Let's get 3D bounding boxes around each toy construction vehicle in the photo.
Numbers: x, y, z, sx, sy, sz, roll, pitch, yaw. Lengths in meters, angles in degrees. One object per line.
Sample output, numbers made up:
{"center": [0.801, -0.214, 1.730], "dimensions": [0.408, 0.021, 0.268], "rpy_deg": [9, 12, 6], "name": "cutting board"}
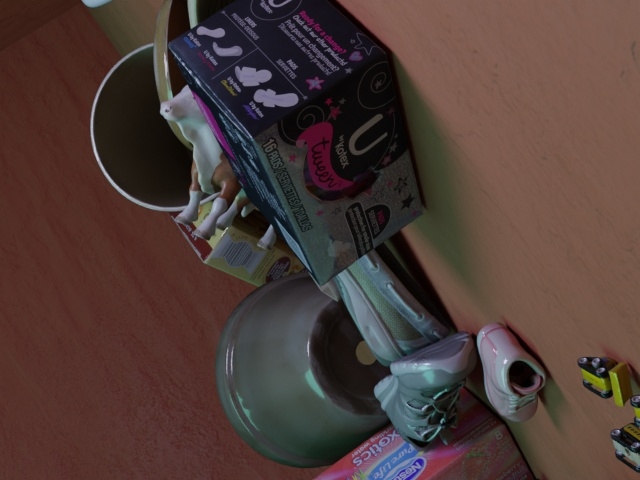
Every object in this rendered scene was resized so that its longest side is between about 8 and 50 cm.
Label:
{"center": [0.246, 0.135, 0.696], "dimensions": [0.098, 0.035, 0.086], "rpy_deg": [30, 142, 67], "name": "toy construction vehicle"}

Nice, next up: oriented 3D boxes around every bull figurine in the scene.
{"center": [-0.111, -0.096, 1.206], "dimensions": [0.101, 0.189, 0.310], "rpy_deg": [26, -175, 27], "name": "bull figurine"}

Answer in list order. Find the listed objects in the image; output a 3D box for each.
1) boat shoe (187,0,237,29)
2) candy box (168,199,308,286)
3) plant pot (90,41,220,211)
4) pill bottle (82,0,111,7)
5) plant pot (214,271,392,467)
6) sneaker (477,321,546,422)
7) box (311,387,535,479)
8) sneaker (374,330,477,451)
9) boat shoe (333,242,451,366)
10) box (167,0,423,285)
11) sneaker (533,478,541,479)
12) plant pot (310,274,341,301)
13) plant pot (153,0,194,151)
{"center": [-0.086, -0.219, 0.992], "dimensions": [0.098, 0.109, 0.302], "rpy_deg": [53, 178, 24], "name": "boat shoe"}
{"center": [-0.104, 0.016, 1.653], "dimensions": [0.316, 0.088, 0.183], "rpy_deg": [28, -167, -40], "name": "candy box"}
{"center": [-0.201, -0.175, 1.497], "dimensions": [0.257, 0.256, 0.274], "rpy_deg": [55, -171, 5], "name": "plant pot"}
{"center": [-0.353, -0.491, 1.341], "dimensions": [0.264, 0.146, 0.146], "rpy_deg": [59, 172, -26], "name": "pill bottle"}
{"center": [0.023, 0.191, 1.417], "dimensions": [0.323, 0.323, 0.280], "rpy_deg": [56, 157, -1], "name": "plant pot"}
{"center": [0.203, 0.152, 0.936], "dimensions": [0.134, 0.051, 0.070], "rpy_deg": [66, 173, -32], "name": "sneaker"}
{"center": [0.133, 0.359, 1.291], "dimensions": [0.142, 0.299, 0.154], "rpy_deg": [60, 172, -26], "name": "box"}
{"center": [0.149, 0.196, 1.145], "dimensions": [0.281, 0.105, 0.115], "rpy_deg": [103, 143, -69], "name": "sneaker"}
{"center": [0.054, 0.004, 1.135], "dimensions": [0.321, 0.103, 0.118], "rpy_deg": [63, -170, -11], "name": "boat shoe"}
{"center": [-0.011, -0.102, 0.876], "dimensions": [0.163, 0.142, 0.247], "rpy_deg": [49, 171, 34], "name": "box"}
{"center": [0.319, 0.449, 1.275], "dimensions": [0.124, 0.107, 0.283], "rpy_deg": [43, 166, 35], "name": "sneaker"}
{"center": [0.022, 0.007, 1.275], "dimensions": [0.109, 0.096, 0.109], "rpy_deg": [57, 172, -11], "name": "plant pot"}
{"center": [-0.175, -0.232, 1.233], "dimensions": [0.236, 0.032, 0.237], "rpy_deg": [-3, -90, -77], "name": "plant pot"}
